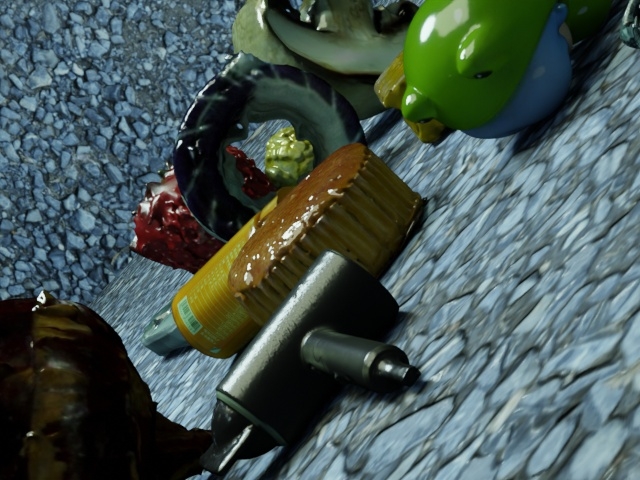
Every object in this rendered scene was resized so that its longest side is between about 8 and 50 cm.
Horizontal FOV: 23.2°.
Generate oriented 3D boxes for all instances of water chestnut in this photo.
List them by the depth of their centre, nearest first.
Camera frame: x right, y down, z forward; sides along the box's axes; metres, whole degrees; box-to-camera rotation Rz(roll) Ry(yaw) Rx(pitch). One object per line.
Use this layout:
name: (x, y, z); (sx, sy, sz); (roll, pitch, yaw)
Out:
water chestnut: (-0.215, 0.193, 1.326); (0.300, 0.300, 0.300); (-47, 9, 9)

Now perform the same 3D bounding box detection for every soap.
soap: (0.140, -0.189, 1.689); (0.160, 0.080, 0.257); (-48, 8, 6)

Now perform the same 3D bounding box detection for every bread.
bread: (0.000, 0.000, 1.467); (0.199, 0.104, 0.199); (-45, 11, 11)

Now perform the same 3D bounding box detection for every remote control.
remote control: (-0.182, 0.102, 2.096); (0.104, 0.052, 0.247); (-50, 8, -18)

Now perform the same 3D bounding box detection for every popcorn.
popcorn: (-0.019, -0.099, 2.049); (0.106, 0.121, 0.116); (-11, 44, 5)

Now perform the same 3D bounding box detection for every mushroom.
mushroom: (0.012, -0.234, 2.065); (0.267, 0.190, 0.164); (-14, -23, -39)

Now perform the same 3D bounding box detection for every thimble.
thimble: (-0.065, -0.104, 1.826); (0.237, 0.237, 0.150); (-49, 8, -4)

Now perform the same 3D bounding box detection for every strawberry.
strawberry: (-0.130, -0.034, 1.978); (0.187, 0.201, 0.184); (-7, -65, -76)

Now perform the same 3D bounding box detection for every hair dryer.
hair dryer: (0.002, 0.105, 1.141); (0.196, 0.078, 0.248); (-52, 14, -12)

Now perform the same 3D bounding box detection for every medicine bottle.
medicine bottle: (-0.069, 0.038, 1.669); (0.192, 0.096, 0.096); (-44, 9, 31)

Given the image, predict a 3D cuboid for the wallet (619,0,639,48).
wallet: (0.319, -0.217, 0.956); (0.237, 0.075, 0.342); (-55, 11, -5)

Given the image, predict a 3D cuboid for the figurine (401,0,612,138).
figurine: (0.171, -0.185, 1.361); (0.162, 0.143, 0.263); (-29, 9, 49)
